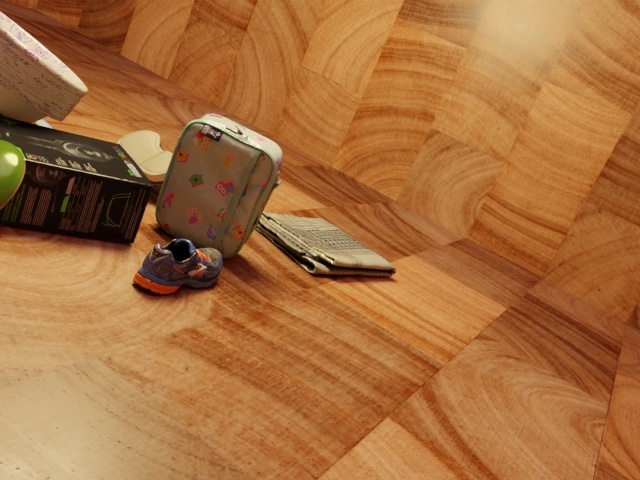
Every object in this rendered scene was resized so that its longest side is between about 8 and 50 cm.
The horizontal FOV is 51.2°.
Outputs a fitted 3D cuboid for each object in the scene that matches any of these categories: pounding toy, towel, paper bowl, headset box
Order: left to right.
[{"bbox_3d":[-0.589,-0.123,1.049,0.236,0.183,0.110,25,-24,33],"label":"pounding toy"},{"bbox_3d":[-0.629,-0.346,1.348,0.284,0.148,0.284,41,0,0],"label":"paper bowl"},{"bbox_3d":[-0.508,-0.121,1.287,0.283,0.131,0.246,10,20,-37],"label":"headset box"},{"bbox_3d":[0.000,0.000,1.748,0.324,0.056,0.312,4,26,-48],"label":"towel"}]

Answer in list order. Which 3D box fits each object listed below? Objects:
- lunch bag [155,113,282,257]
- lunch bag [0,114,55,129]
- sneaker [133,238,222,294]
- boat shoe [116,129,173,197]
[{"bbox_3d":[-0.210,-0.116,1.417,0.224,0.279,0.108,27,20,4],"label":"lunch bag"},{"bbox_3d":[-0.693,-0.239,1.467,0.293,0.138,0.221,30,11,-24],"label":"lunch bag"},{"bbox_3d":[-0.244,0.039,1.228,0.083,0.087,0.221,29,17,16],"label":"sneaker"},{"bbox_3d":[-0.426,-0.191,1.687,0.116,0.097,0.324,-30,38,-18],"label":"boat shoe"}]
